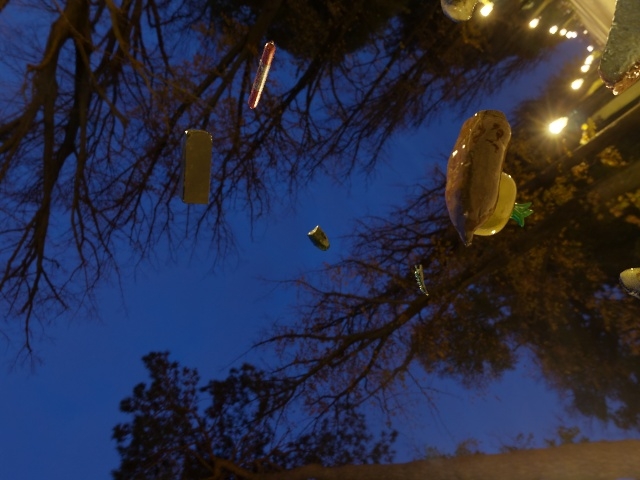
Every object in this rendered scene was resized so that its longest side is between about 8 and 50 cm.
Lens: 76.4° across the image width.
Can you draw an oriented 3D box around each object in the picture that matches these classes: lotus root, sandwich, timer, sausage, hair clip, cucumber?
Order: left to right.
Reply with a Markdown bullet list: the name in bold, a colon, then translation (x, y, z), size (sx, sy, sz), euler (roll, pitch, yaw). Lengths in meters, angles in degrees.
- **sausage**: translation (-0.186, -0.512, 1.276), size (0.034, 0.253, 0.034), euler (14, -129, -18)
- **cucumber**: translation (0.000, 0.000, 1.639), size (0.107, 0.067, 0.035), euler (51, -178, -21)
- **hair clip**: translation (0.513, 0.203, 2.076), size (0.049, 0.049, 0.173), euler (16, -129, -31)
- **lotus root**: translation (0.344, -0.593, 1.005), size (0.077, 0.090, 0.183), euler (33, -152, 18)
- **timer**: translation (0.671, -0.135, 1.560), size (0.285, 0.285, 0.285), euler (23, -136, -25)
- **sandwich**: translation (0.727, -0.514, 0.900), size (0.100, 0.288, 0.254), euler (-7, -115, -43)

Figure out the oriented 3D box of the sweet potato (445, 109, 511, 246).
- **sweet potato**: translation (0.416, -0.169, 1.100), size (0.158, 0.158, 0.369), euler (25, -109, -23)

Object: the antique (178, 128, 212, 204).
- **antique**: translation (-0.378, -0.227, 1.237), size (0.081, 0.221, 0.080), euler (0, -160, -29)

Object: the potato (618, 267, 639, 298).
- **potato**: translation (0.940, 0.141, 1.148), size (0.105, 0.085, 0.188), euler (41, -178, -43)
